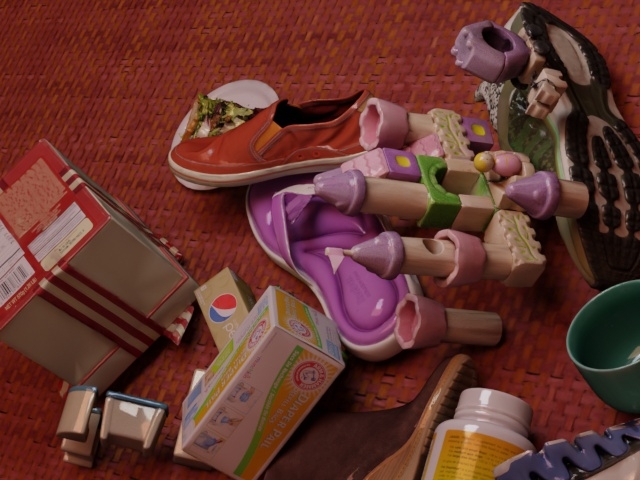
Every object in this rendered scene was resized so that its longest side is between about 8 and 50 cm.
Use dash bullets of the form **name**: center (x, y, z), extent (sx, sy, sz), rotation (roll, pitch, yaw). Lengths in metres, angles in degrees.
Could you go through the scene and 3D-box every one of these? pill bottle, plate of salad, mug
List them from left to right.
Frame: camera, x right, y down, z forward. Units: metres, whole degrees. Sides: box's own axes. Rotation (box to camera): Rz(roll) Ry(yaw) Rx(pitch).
- **plate of salad**: center (-0.150, -0.166, 1.972), extent (0.200, 0.048, 0.199), rotation (-18, 51, 23)
- **pill bottle**: center (0.165, 0.273, 1.410), extent (0.117, 0.117, 0.215), rotation (1, 62, 35)
- **mug**: center (0.342, 0.129, 1.385), extent (0.129, 0.097, 0.157), rotation (-26, 31, 20)

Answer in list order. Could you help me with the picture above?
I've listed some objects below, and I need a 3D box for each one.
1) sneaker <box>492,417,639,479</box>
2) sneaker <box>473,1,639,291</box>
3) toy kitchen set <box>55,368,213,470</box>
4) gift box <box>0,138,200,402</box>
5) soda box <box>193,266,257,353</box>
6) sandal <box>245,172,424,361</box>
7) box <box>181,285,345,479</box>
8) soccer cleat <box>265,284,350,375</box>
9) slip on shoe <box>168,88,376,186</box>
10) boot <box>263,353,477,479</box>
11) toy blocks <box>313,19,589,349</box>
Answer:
- **sneaker**: center (0.350, 0.262, 1.302), extent (0.316, 0.127, 0.182), rotation (-20, 73, 4)
- **sneaker**: center (0.286, -0.091, 1.600), extent (0.182, 0.158, 0.410), rotation (-49, 38, 41)
- **toy kitchen set**: center (-0.233, 0.241, 1.742), extent (0.207, 0.166, 0.122), rotation (13, 63, -1)
- **gift box**: center (-0.335, 0.065, 1.794), extent (0.255, 0.258, 0.276), rotation (-42, 51, 3)
- **soda box**: center (-0.105, 0.124, 1.737), extent (0.061, 0.058, 0.181), rotation (-36, 46, 8)
- **sandal**: center (0.012, -0.011, 1.717), extent (0.169, 0.102, 0.416), rotation (-41, 44, 0)
- **box**: center (-0.072, 0.176, 1.584), extent (0.203, 0.103, 0.114), rotation (-53, 18, 16)
- **soccer cleat**: center (-0.033, 0.123, 1.689), extent (0.072, 0.060, 0.179), rotation (-47, 48, 4)
- **slip on shoe**: center (-0.060, -0.145, 1.797), extent (0.331, 0.101, 0.123), rotation (-7, 28, 22)
- **boot**: center (0.055, 0.221, 1.538), extent (0.207, 0.090, 0.248), rotation (18, 75, 38)
- **toy blocks**: center (0.111, -0.071, 1.501), extent (0.309, 0.260, 0.288), rotation (118, 149, -41)
